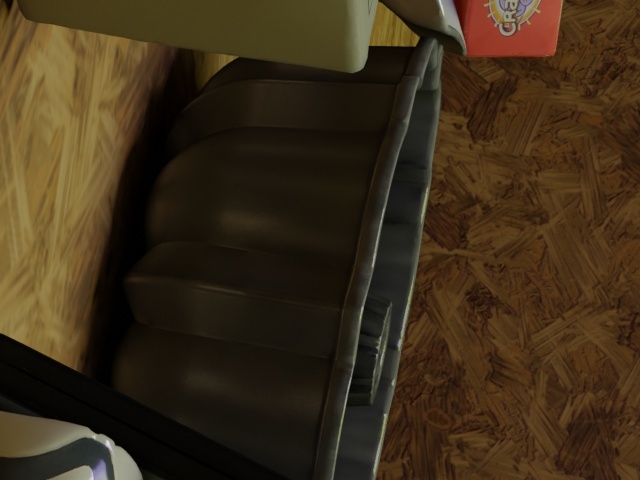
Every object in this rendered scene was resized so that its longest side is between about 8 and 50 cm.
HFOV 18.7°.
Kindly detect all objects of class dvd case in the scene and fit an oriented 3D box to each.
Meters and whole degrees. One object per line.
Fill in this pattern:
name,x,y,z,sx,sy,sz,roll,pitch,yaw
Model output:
dvd case,-0.040,0.130,0.786,0.022,0.180,0.253,-59,166,-22

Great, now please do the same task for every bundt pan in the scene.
bundt pan,-0.026,0.047,1.004,0.331,0.124,0.331,10,90,-83

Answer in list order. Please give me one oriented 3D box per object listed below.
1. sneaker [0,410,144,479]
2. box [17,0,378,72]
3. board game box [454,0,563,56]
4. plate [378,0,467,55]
sneaker,-0.095,0.177,0.704,0.235,0.094,0.153,78,25,-59
box,-0.037,-0.176,0.594,0.232,0.126,0.149,85,15,-66
board game box,0.087,-0.293,1.266,0.316,0.064,0.242,-117,-152,-57
plate,0.020,-0.233,1.043,0.277,0.045,0.278,-23,97,-84
